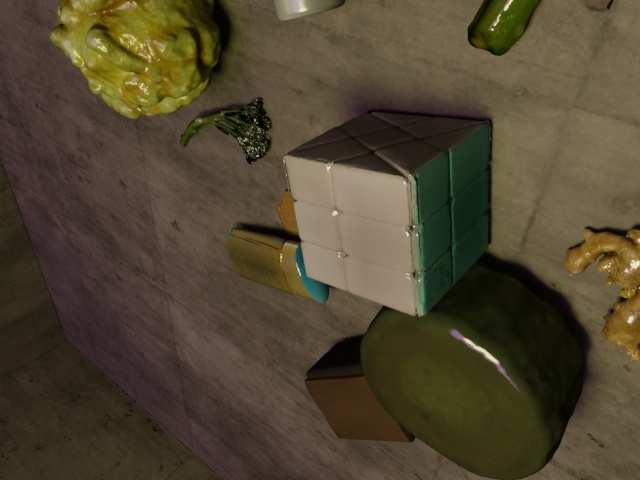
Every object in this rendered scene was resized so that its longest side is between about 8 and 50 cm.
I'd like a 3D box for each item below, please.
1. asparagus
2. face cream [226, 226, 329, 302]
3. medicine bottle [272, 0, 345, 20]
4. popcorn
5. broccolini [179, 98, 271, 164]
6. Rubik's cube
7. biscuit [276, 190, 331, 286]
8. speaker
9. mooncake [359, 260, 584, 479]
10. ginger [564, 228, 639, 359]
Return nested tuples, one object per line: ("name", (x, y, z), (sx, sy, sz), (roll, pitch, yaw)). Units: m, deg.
("asparagus", (0.258, -0.337, 0.608), (0.067, 0.060, 0.277), (60, 145, 23))
("face cream", (-0.102, 0.051, 1.222), (0.285, 0.067, 0.139), (13, 128, 46))
("medicine bottle", (-0.054, -0.499, 0.752), (0.110, 0.110, 0.351), (8, 124, 41))
("popcorn", (-0.321, -0.369, 0.986), (0.336, 0.274, 0.278), (13, 129, 38))
("broccolini", (-0.204, -0.213, 1.151), (0.272, 0.062, 0.123), (-3, 100, 40))
("Rubik's cube", (0.110, -0.054, 0.826), (0.222, 0.231, 0.224), (16, 127, 37))
("biscuit", (0.000, 0.000, 1.124), (0.237, 0.013, 0.232), (4, 120, 51))
("speaker", (0.110, 0.316, 1.160), (0.231, 0.153, 0.192), (-22, 102, 50))
("mooncake", (0.249, 0.211, 0.917), (0.357, 0.194, 0.356), (30, 138, 30))
("ginger", (0.424, 0.073, 0.749), (0.193, 0.053, 0.176), (37, 144, 21))
